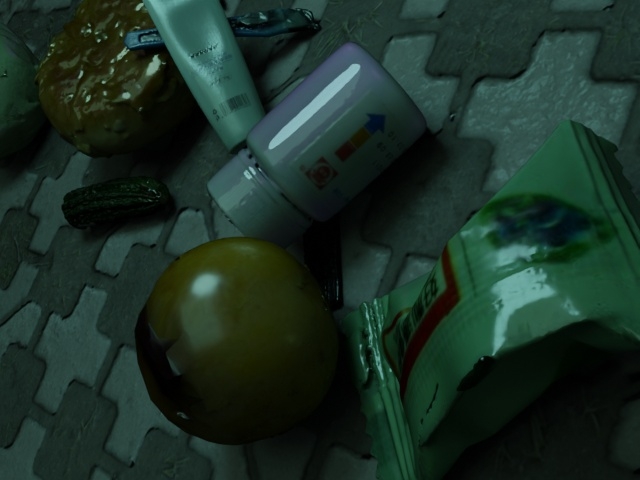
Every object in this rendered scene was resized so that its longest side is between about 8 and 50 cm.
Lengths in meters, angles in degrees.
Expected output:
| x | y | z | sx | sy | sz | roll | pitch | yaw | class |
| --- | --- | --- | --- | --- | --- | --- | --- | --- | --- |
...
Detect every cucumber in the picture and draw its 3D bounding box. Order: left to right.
| x | y | z | sx | sy | sz | roll | pitch | yaw | class |
| --- | --- | --- | --- | --- | --- | --- | --- | --- | --- |
| -0.338 | -0.067 | 1.389 | 0.265 | 0.077 | 0.077 | -9 | 62 | 37 | cucumber |

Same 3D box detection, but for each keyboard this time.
| x | y | z | sx | sy | sz | roll | pitch | yaw | class |
| --- | --- | --- | --- | --- | --- | --- | --- | --- | --- |
| 0.000 | 0.000 | 1.079 | 0.060 | 0.018 | 0.195 | -25 | 52 | 34 | keyboard |

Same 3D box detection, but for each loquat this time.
| x | y | z | sx | sy | sz | roll | pitch | yaw | class |
| --- | --- | --- | --- | --- | --- | --- | --- | --- | --- |
| -0.092 | 0.116 | 0.946 | 0.235 | 0.235 | 0.235 | -21 | 55 | 33 | loquat |

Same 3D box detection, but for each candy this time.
| x | y | z | sx | sy | sz | roll | pitch | yaw | class |
| --- | --- | --- | --- | --- | --- | --- | --- | --- | --- |
| 0.155 | 0.089 | 0.814 | 0.398 | 0.172 | 0.263 | -49 | 30 | 40 | candy |

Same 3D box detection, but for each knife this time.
| x | y | z | sx | sy | sz | roll | pitch | yaw | class |
| --- | --- | --- | --- | --- | --- | --- | --- | --- | --- |
| -0.149 | -0.317 | 1.262 | 0.297 | 0.026 | 0.044 | -9 | 76 | -3 | knife |

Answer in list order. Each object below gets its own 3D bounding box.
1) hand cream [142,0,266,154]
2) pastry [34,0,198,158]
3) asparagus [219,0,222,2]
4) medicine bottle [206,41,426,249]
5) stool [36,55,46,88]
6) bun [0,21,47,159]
| x | y | z | sx | sy | sz | roll | pitch | yaw | class |
| --- | --- | --- | --- | --- | --- | --- | --- | --- | --- |
| -0.166 | -0.275 | 1.228 | 0.109 | 0.067 | 0.320 | -26 | 88 | 0 | hand cream |
| -0.310 | -0.275 | 1.388 | 0.284 | 0.184 | 0.315 | 29 | 85 | 27 | pastry |
| -0.282 | -0.475 | 1.553 | 0.343 | 0.082 | 0.085 | 16 | 75 | 45 | asparagus |
| -0.007 | -0.108 | 1.027 | 0.254 | 0.152 | 0.152 | -42 | 45 | 7 | medicine bottle |
| -0.477 | -0.303 | 1.614 | 0.110 | 0.134 | 0.135 | 35 | 138 | 43 | stool |
| -0.638 | -0.295 | 1.712 | 0.293 | 0.187 | 0.293 | -24 | 62 | 58 | bun |
